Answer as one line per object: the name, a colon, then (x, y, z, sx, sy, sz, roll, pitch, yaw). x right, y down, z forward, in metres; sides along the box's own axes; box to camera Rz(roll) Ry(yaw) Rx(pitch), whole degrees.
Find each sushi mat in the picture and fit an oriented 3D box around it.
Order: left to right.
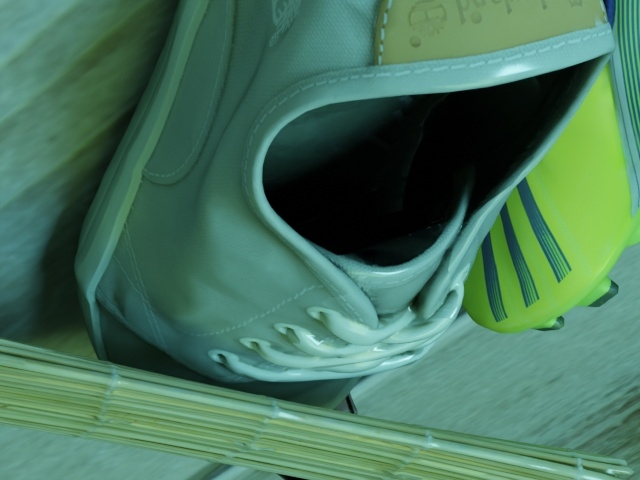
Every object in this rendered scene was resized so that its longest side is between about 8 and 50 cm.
sushi mat: (-0.033, 0.083, 0.805, 0.316, 0.019, 0.151, 12, 162, -13)

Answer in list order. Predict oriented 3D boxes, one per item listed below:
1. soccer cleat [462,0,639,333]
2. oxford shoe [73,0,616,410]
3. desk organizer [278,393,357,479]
soccer cleat: (0.107, -0.053, 0.809, 0.121, 0.093, 0.289, 18, 147, -9)
oxford shoe: (0.000, 0.000, 0.752, 0.169, 0.130, 0.449, -14, 154, -21)
desk organizer: (-0.011, 0.108, 1.032, 0.050, 0.047, 0.130, -16, 153, -8)
